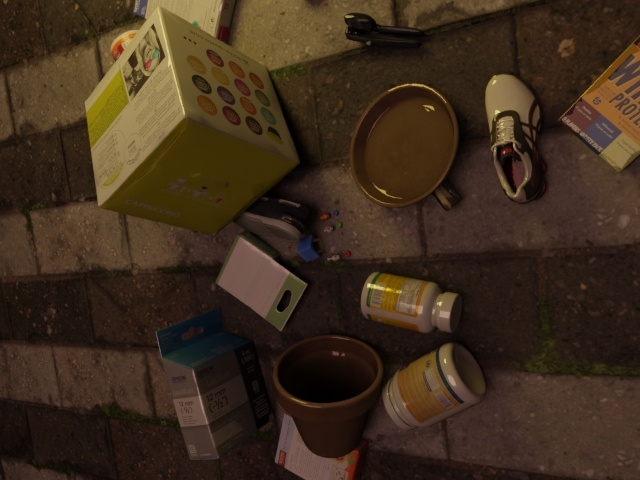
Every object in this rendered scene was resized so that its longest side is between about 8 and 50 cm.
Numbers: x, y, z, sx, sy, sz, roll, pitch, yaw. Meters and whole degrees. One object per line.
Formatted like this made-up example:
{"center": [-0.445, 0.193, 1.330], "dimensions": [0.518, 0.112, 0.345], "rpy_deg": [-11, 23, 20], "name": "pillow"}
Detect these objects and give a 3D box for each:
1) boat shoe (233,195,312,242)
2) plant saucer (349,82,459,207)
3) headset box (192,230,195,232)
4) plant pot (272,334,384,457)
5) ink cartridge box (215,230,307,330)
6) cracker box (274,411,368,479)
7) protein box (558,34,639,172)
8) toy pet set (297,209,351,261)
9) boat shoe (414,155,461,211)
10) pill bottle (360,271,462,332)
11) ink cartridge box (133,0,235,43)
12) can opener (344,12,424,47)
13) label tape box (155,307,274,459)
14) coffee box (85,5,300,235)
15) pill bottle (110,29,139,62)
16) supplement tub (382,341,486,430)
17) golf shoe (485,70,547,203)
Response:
{"center": [-0.144, -0.071, 1.507], "dimensions": [0.302, 0.114, 0.091], "rpy_deg": [18, 69, 37], "name": "boat shoe"}
{"center": [0.184, -0.206, 1.277], "dimensions": [0.278, 0.041, 0.278], "rpy_deg": [-7, 79, 39], "name": "plant saucer"}
{"center": [-0.344, -0.061, 1.642], "dimensions": [0.032, 0.062, 0.083], "rpy_deg": [-26, 85, 32], "name": "headset box"}
{"center": [0.025, 0.396, 1.416], "dimensions": [0.263, 0.263, 0.229], "rpy_deg": [13, 123, 29], "name": "plant pot"}
{"center": [-0.155, 0.108, 1.563], "dimensions": [0.235, 0.056, 0.171], "rpy_deg": [34, 114, 11], "name": "ink cartridge box"}
{"center": [0.000, 0.563, 1.538], "dimensions": [0.232, 0.067, 0.156], "rpy_deg": [19, 107, 26], "name": "cracker box"}
{"center": [0.549, -0.238, 0.998], "dimensions": [0.136, 0.200, 0.201], "rpy_deg": [47, 118, 15], "name": "protein box"}
{"center": [0.000, 0.000, 1.445], "dimensions": [0.114, 0.065, 0.122], "rpy_deg": [-19, 88, 32], "name": "toy pet set"}
{"center": [0.258, -0.136, 1.280], "dimensions": [0.049, 0.056, 0.152], "rpy_deg": [-30, 73, 5], "name": "boat shoe"}
{"center": [0.208, 0.144, 1.314], "dimensions": [0.208, 0.117, 0.118], "rpy_deg": [9, 103, 30], "name": "pill bottle"}
{"center": [-0.365, -0.659, 1.556], "dimensions": [0.311, 0.065, 0.186], "rpy_deg": [26, 110, 23], "name": "ink cartridge box"}
{"center": [0.139, -0.460, 1.292], "dimensions": [0.186, 0.073, 0.059], "rpy_deg": [20, 100, 17], "name": "can opener"}
{"center": [-0.279, 0.372, 1.565], "dimensions": [0.115, 0.249, 0.348], "rpy_deg": [-14, 91, 32], "name": "label tape box"}
{"center": [-0.312, -0.257, 1.379], "dimensions": [0.338, 0.337, 0.334], "rpy_deg": [-36, 58, 30], "name": "coffee box"}
{"center": [-0.488, -0.468, 1.626], "dimensions": [0.121, 0.121, 0.221], "rpy_deg": [-36, 79, 30], "name": "pill bottle"}
{"center": [0.253, 0.332, 1.302], "dimensions": [0.199, 0.144, 0.144], "rpy_deg": [-37, 79, 30], "name": "supplement tub"}
{"center": [0.386, -0.208, 1.150], "dimensions": [0.105, 0.120, 0.273], "rpy_deg": [-14, 89, 33], "name": "golf shoe"}
